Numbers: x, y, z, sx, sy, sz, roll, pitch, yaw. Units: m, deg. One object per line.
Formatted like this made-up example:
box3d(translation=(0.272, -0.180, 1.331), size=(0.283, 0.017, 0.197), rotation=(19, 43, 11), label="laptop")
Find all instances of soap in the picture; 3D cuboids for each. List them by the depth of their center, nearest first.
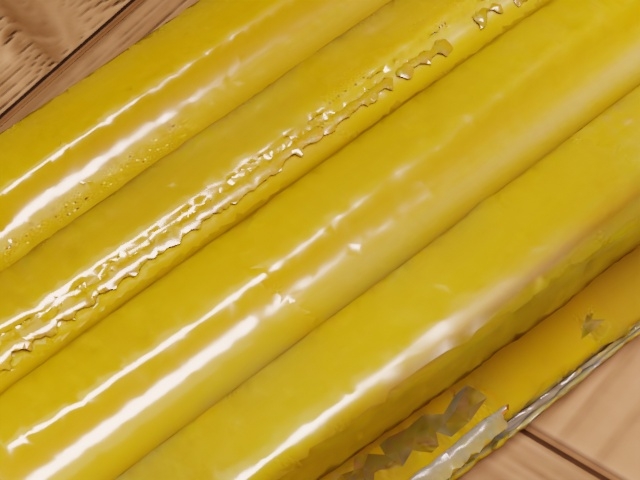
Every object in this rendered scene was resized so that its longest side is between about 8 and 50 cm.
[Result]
box3d(translation=(-0.001, 0.000, 0.559), size=(0.324, 0.096, 0.204), rotation=(-35, 52, -15), label="soap")
